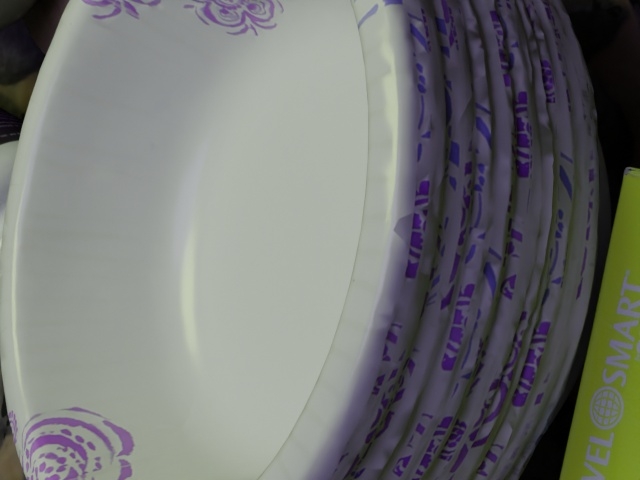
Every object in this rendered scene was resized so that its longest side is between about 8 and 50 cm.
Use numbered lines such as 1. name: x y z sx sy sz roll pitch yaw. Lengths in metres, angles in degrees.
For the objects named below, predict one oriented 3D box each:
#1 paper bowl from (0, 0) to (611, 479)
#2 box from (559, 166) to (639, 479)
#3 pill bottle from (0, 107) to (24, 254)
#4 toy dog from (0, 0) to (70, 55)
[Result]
1. paper bowl: 0.000 0.000 0.752 0.284 0.148 0.284 -21 64 50
2. box: 0.135 0.051 0.670 0.042 0.109 0.178 13 92 44
3. pill bottle: -0.171 -0.011 0.955 0.193 0.108 0.108 29 102 41
4. toy dog: -0.226 -0.202 0.988 0.333 0.220 0.161 24 118 29
